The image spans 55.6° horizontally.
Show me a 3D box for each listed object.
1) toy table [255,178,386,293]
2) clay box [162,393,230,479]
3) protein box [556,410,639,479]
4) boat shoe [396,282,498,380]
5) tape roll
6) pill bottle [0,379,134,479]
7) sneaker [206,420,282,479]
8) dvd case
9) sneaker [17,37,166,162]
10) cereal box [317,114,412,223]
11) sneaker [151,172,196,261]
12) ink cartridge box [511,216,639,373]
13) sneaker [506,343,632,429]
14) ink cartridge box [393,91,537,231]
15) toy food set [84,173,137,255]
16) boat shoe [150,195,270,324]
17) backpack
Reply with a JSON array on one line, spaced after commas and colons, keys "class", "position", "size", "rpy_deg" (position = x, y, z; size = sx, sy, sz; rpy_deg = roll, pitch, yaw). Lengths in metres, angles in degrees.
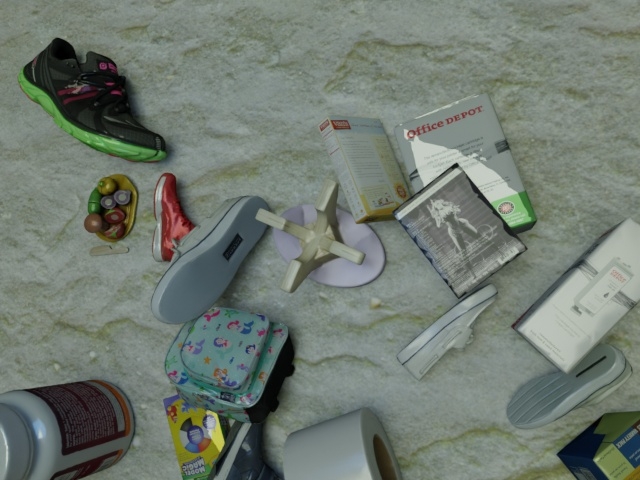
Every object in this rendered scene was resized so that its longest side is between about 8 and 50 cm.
[{"class": "toy table", "position": [0.000, 0.000, 1.332], "size": [0.275, 0.161, 0.252], "rpy_deg": [11, 86, 18]}, {"class": "clay box", "position": [-0.273, 0.455, 1.403], "size": [0.128, 0.053, 0.221], "rpy_deg": [-21, 77, 12]}, {"class": "protein box", "position": [0.566, 0.427, 1.076], "size": [0.136, 0.200, 0.201], "rpy_deg": [-36, 75, -8]}, {"class": "boat shoe", "position": [0.279, 0.193, 1.269], "size": [0.258, 0.095, 0.084], "rpy_deg": [-43, 78, 18]}, {"class": "tape roll", "position": [0.054, 0.475, 1.207], "size": [0.169, 0.246, 0.246], "rpy_deg": [-24, 77, 12]}, {"class": "pill bottle", "position": [-0.609, 0.432, 1.325], "size": [0.224, 0.392, 0.223], "rpy_deg": [-2, 82, 16]}, {"class": "sneaker", "position": [-0.133, 0.476, 1.348], "size": [0.164, 0.086, 0.226], "rpy_deg": [32, 60, -10]}, {"class": "dvd case", "position": [0.272, -0.020, 1.203], "size": [0.165, 0.018, 0.221], "rpy_deg": [-38, 77, 10]}, {"class": "sneaker", "position": [-0.569, -0.360, 1.531], "size": [0.483, 0.185, 0.202], "rpy_deg": [37, 98, 16]}, {"class": "cereal box", "position": [0.103, -0.157, 1.320], "size": [0.047, 0.173, 0.240], "rpy_deg": [-34, 71, 43]}, {"class": "sneaker", "position": [-0.336, -0.053, 1.486], "size": [0.128, 0.087, 0.221], "rpy_deg": [4, 96, 8]}, {"class": "ink cartridge box", "position": [0.507, 0.105, 1.147], "size": [0.117, 0.207, 0.283], "rpy_deg": [44, 95, 15]}, {"class": "sneaker", "position": [0.489, 0.303, 1.185], "size": [0.258, 0.091, 0.094], "rpy_deg": [-39, 31, 26]}, {"class": "ink cartridge box", "position": [0.302, -0.133, 1.281], "size": [0.211, 0.121, 0.289], "rpy_deg": [-19, 78, 13]}, {"class": "toy food set", "position": [-0.543, -0.069, 1.541], "size": [0.128, 0.071, 0.217], "rpy_deg": [3, 84, 16]}, {"class": "boat shoe", "position": [-0.276, 0.029, 1.369], "size": [0.157, 0.135, 0.367], "rpy_deg": [6, 52, 41]}, {"class": "backpack", "position": [-0.211, 0.261, 1.332], "size": [0.254, 0.191, 0.225], "rpy_deg": [8, 52, 22]}]
